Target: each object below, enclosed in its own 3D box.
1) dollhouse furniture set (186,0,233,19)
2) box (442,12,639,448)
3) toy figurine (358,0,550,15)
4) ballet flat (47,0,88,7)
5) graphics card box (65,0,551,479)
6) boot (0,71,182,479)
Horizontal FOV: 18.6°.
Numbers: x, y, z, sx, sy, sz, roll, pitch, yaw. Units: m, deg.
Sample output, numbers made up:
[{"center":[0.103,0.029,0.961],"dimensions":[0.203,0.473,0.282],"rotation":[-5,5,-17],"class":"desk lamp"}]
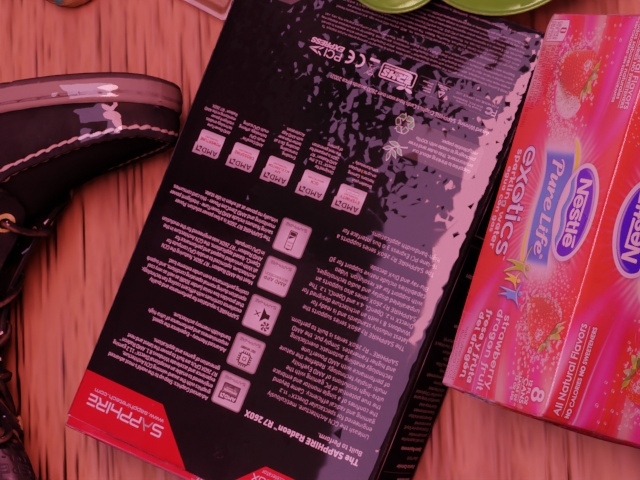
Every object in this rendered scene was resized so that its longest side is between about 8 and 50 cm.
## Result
[{"center":[-0.105,-0.220,1.420],"dimensions":[0.114,0.081,0.091],"rotation":[30,93,21],"class":"dollhouse furniture set"},{"center":[0.191,-0.004,1.232],"dimensions":[0.122,0.128,0.257],"rotation":[14,86,63],"class":"box"},{"center":[0.094,-0.232,1.315],"dimensions":[0.173,0.159,0.130],"rotation":[-21,116,10],"class":"toy figurine"},{"center":[-0.199,-0.294,1.470],"dimensions":[0.080,0.073,0.232],"rotation":[-10,79,19],"class":"ballet flat"},{"center":[0.000,0.000,1.345],"dimensions":[0.233,0.094,0.371],"rotation":[21,91,22],"class":"graphics card box"},{"center":[-0.245,0.051,1.404],"dimensions":[0.377,0.138,0.284],"rotation":[-17,76,22],"class":"boot"}]
